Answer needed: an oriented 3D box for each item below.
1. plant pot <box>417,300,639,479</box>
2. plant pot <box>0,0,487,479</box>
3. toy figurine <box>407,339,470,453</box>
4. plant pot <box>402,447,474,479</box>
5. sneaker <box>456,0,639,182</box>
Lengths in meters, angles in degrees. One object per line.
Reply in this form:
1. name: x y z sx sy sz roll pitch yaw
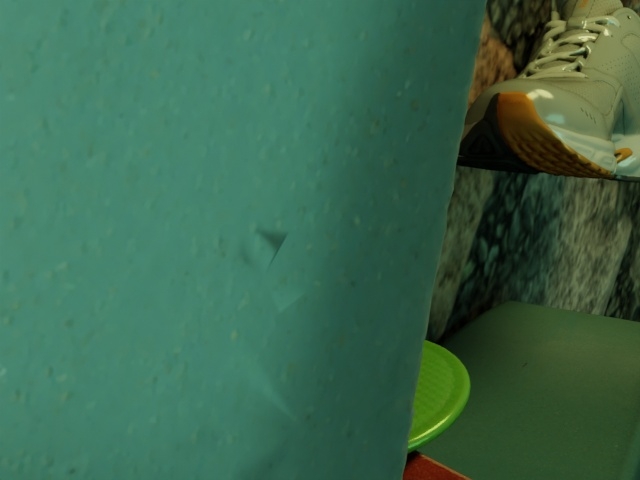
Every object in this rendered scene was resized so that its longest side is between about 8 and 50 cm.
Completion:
1. plant pot: 0.129 0.154 1.098 0.234 0.165 0.165 -56 147 -47
2. plant pot: -0.140 -0.025 0.431 0.252 0.247 0.248 -2 105 -44
3. toy figurine: 0.000 0.000 0.852 0.173 0.130 0.159 -68 151 -64
4. plant pot: 0.028 0.273 0.838 0.236 0.267 0.267 -42 126 -20
5. sneaker: 0.151 -0.099 1.098 0.262 0.099 0.121 -4 100 -69
